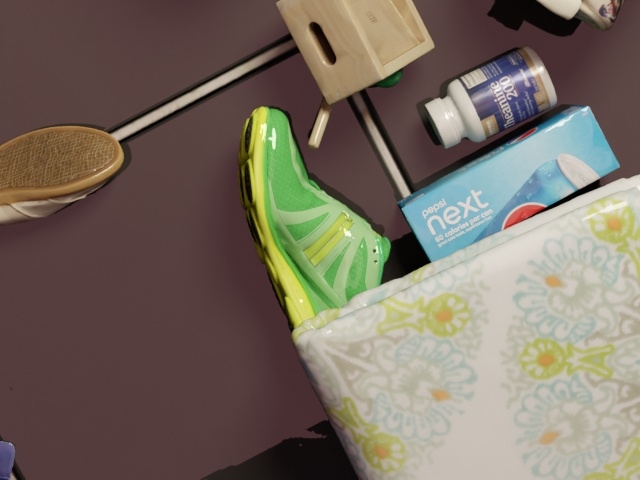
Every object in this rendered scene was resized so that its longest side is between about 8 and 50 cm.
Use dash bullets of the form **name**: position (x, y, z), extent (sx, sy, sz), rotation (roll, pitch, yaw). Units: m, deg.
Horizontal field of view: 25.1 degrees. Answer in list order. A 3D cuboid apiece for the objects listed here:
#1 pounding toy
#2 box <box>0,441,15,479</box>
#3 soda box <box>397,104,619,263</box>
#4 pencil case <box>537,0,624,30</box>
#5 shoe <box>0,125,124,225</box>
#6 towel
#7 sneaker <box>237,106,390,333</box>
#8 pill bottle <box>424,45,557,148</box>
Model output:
- **pounding toy**: position (0.026, -0.185, 1.383), extent (0.100, 0.130, 0.141), rotation (-22, 99, 39)
- **box**: position (-0.399, 0.310, 1.480), extent (0.136, 0.036, 0.225), rotation (10, 95, -3)
- **soda box**: position (0.186, -0.055, 1.433), extent (0.210, 0.067, 0.071), rotation (-29, 97, 3)
- **pencil case**: position (0.324, -0.379, 1.338), extent (0.160, 0.183, 0.410), rotation (40, 95, -13)
- **shoe**: position (-0.301, -0.057, 1.432), extent (0.219, 0.058, 0.077), rotation (-15, 66, -4)
- **towel**: position (0.203, 0.147, 1.387), extent (0.374, 0.090, 0.321), rotation (-25, 105, 3)
- **sneaker**: position (0.000, 0.000, 1.426), extent (0.123, 0.109, 0.296), rotation (-23, 104, -7)
- **pill bottle**: position (0.167, -0.138, 1.422), extent (0.120, 0.067, 0.067), rotation (-26, 97, 2)
